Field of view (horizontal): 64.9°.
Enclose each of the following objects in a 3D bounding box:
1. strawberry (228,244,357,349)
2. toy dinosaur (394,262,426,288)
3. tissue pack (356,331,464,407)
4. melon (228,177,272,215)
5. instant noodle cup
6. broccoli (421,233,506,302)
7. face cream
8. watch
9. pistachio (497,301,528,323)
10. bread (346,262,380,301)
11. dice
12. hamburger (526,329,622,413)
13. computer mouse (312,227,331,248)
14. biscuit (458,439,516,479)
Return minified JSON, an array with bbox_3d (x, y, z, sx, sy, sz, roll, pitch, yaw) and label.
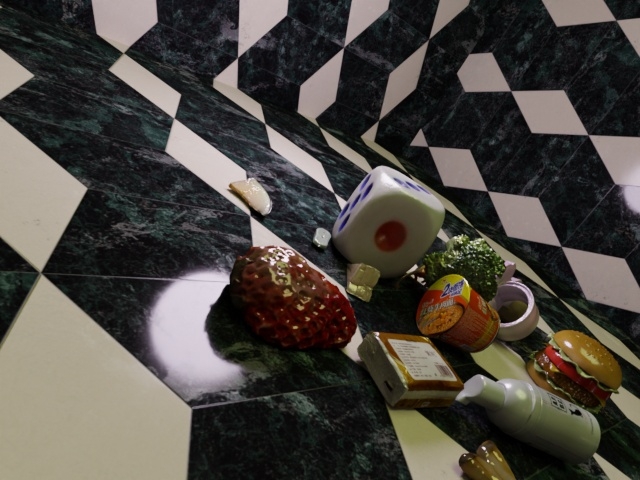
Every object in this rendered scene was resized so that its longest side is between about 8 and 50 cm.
[{"bbox_3d":[-0.049,0.125,1.179,0.336,0.149,0.265,26,21,-19],"label":"strawberry"},{"bbox_3d":[0.356,0.121,1.786,0.055,0.101,0.280,21,41,38],"label":"toy dinosaur"},{"bbox_3d":[0.218,0.309,1.217,0.226,0.091,0.183,12,29,-39],"label":"tissue pack"},{"bbox_3d":[-0.213,-0.138,1.661,0.182,0.054,0.098,41,29,24],"label":"melon"},{"bbox_3d":[0.426,0.236,1.531,0.174,0.213,0.213,34,20,-21],"label":"instant noodle cup"},{"bbox_3d":[0.466,0.112,1.685,0.236,0.288,0.259,4,56,-54],"label":"broccoli"},{"bbox_3d":[0.515,0.433,1.276,0.370,0.145,0.145,27,22,-13],"label":"face cream"},{"bbox_3d":[0.684,0.235,1.808,0.217,0.248,0.210,42,-9,50],"label":"watch"},{"bbox_3d":[0.770,0.269,2.020,0.226,0.135,0.135,29,21,-25],"label":"pistachio"},{"bbox_3d":[0.115,0.127,1.564,0.077,0.105,0.152,28,-10,-10],"label":"bread"},{"bbox_3d":[0.228,-0.066,1.737,0.277,0.304,0.304,29,19,-10],"label":"dice"},{"bbox_3d":[0.848,0.420,1.660,0.275,0.212,0.274,27,22,-12],"label":"hamburger"},{"bbox_3d":[0.000,0.000,1.673,0.056,0.032,0.110,29,32,-5],"label":"computer mouse"},{"bbox_3d":[0.394,0.523,1.051,0.164,0.047,0.208,4,34,-48],"label":"biscuit"}]
